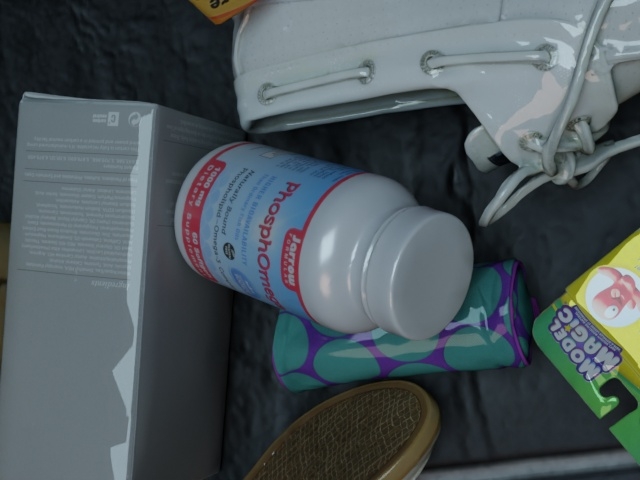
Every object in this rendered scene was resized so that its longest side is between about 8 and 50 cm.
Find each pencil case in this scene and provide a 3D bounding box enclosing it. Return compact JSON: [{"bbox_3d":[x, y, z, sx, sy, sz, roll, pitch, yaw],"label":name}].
[{"bbox_3d":[0.049,0.051,0.592,0.152,0.070,0.064,-9,78,20],"label":"pencil case"}]

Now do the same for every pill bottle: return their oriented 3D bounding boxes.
[{"bbox_3d":[0.000,0.000,0.547,0.160,0.087,0.087,18,95,42],"label":"pill bottle"}]

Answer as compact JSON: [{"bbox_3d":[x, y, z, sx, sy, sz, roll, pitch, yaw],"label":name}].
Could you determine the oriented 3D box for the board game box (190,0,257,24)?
[{"bbox_3d":[-0.042,-0.396,0.439,0.356,0.356,0.356,-29,61,17],"label":"board game box"}]

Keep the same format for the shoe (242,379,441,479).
[{"bbox_3d":[-0.010,0.166,0.624,0.219,0.058,0.076,-40,46,11],"label":"shoe"}]

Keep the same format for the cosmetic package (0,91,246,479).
[{"bbox_3d":[-0.121,0.037,0.625,0.107,0.127,0.237,7,89,20],"label":"cosmetic package"}]

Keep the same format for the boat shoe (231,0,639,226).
[{"bbox_3d":[0.110,-0.084,0.540,0.367,0.136,0.156,3,90,23],"label":"boat shoe"}]

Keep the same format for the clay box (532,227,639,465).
[{"bbox_3d":[0.236,0.023,0.535,0.222,0.053,0.127,-42,76,15],"label":"clay box"}]

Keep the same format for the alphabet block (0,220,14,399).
[{"bbox_3d":[-0.272,0.077,0.640,0.193,0.197,0.193,3,90,19],"label":"alphabet block"}]
